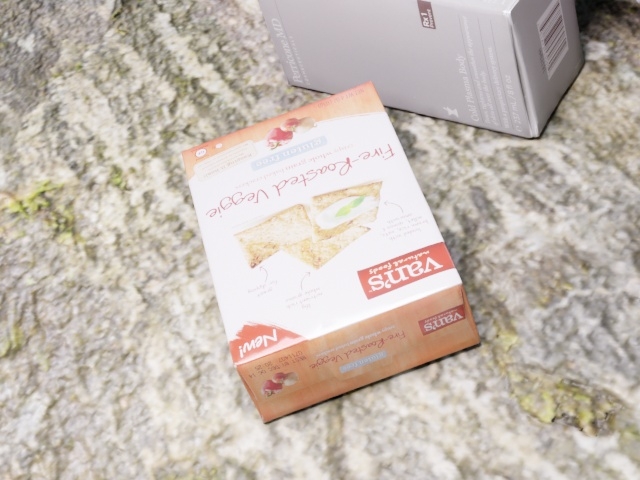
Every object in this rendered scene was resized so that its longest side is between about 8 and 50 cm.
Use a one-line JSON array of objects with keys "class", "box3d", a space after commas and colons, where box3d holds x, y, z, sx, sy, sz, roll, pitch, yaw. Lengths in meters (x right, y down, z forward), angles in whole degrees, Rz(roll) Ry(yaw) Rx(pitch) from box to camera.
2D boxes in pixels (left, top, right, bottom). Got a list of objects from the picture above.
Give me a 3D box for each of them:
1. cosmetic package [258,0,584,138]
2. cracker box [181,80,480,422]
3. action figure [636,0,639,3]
[{"class": "cosmetic package", "box3d": [0.074, -0.175, 1.050, 0.238, 0.127, 0.107, 12, 53, 33]}, {"class": "cracker box", "box3d": [0.000, 0.000, 0.944, 0.156, 0.067, 0.232, -21, 43, 1]}, {"class": "action figure", "box3d": [0.386, -0.286, 0.940, 0.370, 0.248, 0.276, -28, 4, 46]}]
